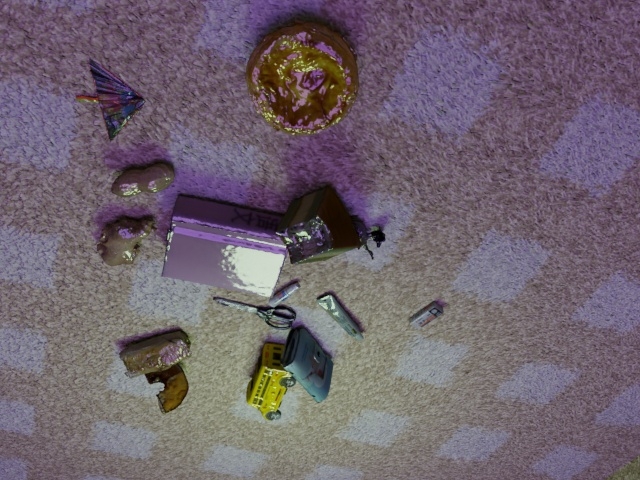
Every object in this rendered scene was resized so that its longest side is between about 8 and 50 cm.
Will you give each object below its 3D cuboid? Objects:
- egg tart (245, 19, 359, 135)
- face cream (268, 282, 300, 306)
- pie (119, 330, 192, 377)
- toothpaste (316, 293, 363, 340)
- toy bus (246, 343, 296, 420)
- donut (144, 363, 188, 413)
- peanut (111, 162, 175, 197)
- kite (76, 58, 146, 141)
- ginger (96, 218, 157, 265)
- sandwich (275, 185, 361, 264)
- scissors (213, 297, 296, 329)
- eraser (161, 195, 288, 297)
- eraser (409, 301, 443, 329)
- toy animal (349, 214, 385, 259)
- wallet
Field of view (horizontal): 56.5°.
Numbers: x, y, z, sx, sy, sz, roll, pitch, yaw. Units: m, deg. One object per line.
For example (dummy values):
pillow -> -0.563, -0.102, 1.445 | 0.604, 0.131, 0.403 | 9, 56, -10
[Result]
egg tart -> -0.042, -0.400, 1.465 | 0.294, 0.116, 0.295 | 1, 129, 1
face cream -> -0.121, 0.183, 2.027 | 0.130, 0.034, 0.034 | -35, 123, 26
pie -> -0.607, 0.419, 2.186 | 0.282, 0.068, 0.129 | -21, 104, 8
toothpaste -> 0.079, 0.277, 2.111 | 0.067, 0.037, 0.255 | -24, 124, 26
toy bus -> -0.191, 0.544, 2.271 | 0.152, 0.144, 0.330 | 12, 129, -12
donut -> -0.582, 0.550, 2.258 | 0.141, 0.217, 0.085 | -16, 154, -28
peanut -> -0.503, -0.168, 1.682 | 0.187, 0.082, 0.082 | -9, 131, 6
kite -> -0.548, -0.357, 1.562 | 0.183, 0.014, 0.241 | 4, 132, -3
ginger -> -0.604, -0.005, 1.830 | 0.137, 0.074, 0.213 | 22, 132, -30
sandwich -> 0.000, 0.000, 1.726 | 0.155, 0.198, 0.227 | -20, 118, 28
scissors -> -0.233, 0.246, 2.089 | 0.300, 0.022, 0.109 | 18, 125, -15
eraser -> -0.287, 0.022, 1.830 | 0.359, 0.122, 0.272 | 12, 132, -10
eraser -> 0.375, 0.267, 2.110 | 0.052, 0.029, 0.122 | 32, 124, -26
toy animal -> 0.121, -0.024, 1.828 | 0.202, 0.070, 0.105 | 36, 122, -24
wallet -> -0.047, 0.452, 2.172 | 0.075, 0.176, 0.250 | -14, 131, 29
